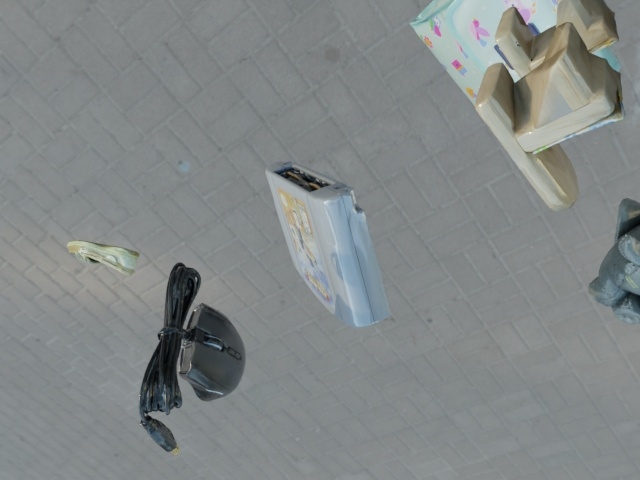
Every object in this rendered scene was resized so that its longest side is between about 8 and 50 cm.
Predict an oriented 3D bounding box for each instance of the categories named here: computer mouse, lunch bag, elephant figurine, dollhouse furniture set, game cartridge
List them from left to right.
[{"bbox_3d":[-0.134,0.163,0.612,0.060,0.184,0.262,3,145,4],"label":"computer mouse"},{"bbox_3d":[0.000,0.000,0.732,0.062,0.297,0.198,-17,110,-15],"label":"game cartridge"},{"bbox_3d":[0.281,-0.301,0.756,0.160,0.262,0.223,-44,107,1],"label":"lunch bag"},{"bbox_3d":[0.528,0.006,0.806,0.169,0.239,0.186,34,154,9],"label":"elephant figurine"},{"bbox_3d":[0.389,-0.204,0.457,0.256,0.394,0.362,45,136,-20],"label":"dollhouse furniture set"}]

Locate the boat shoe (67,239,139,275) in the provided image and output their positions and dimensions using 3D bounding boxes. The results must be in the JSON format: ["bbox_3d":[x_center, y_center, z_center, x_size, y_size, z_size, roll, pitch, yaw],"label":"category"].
[{"bbox_3d":[-0.411,0.032,0.967,0.153,0.048,0.056,9,170,15],"label":"boat shoe"}]
